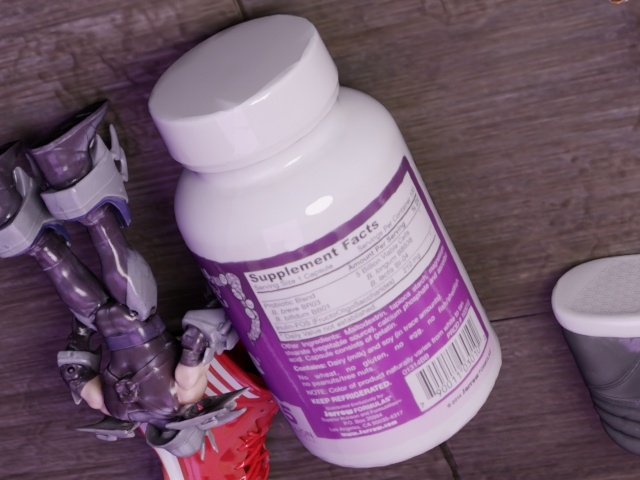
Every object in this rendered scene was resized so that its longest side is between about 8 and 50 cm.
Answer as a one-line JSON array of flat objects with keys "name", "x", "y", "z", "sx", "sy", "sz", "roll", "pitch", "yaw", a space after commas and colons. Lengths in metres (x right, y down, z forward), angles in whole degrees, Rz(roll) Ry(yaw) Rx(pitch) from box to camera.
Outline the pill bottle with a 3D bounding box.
[{"name": "pill bottle", "x": 0.000, "y": 0.000, "z": 1.304, "sx": 0.169, "sy": 0.169, "sz": 0.301, "roll": -13, "pitch": 122, "yaw": 24}]

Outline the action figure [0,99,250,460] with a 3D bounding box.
[{"name": "action figure", "x": -0.148, "y": 0.048, "z": 1.396, "sx": 0.185, "sy": 0.099, "sz": 0.285, "roll": -17, "pitch": 110, "yaw": 29}]

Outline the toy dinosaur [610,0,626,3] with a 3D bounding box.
[{"name": "toy dinosaur", "x": 0.242, "y": -0.191, "z": 1.110, "sx": 0.322, "sy": 0.164, "sz": 0.218, "roll": 6, "pitch": 115, "yaw": 38}]

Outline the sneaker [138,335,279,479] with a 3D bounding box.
[{"name": "sneaker", "x": -0.061, "y": 0.167, "z": 1.505, "sx": 0.128, "sy": 0.087, "sz": 0.221, "roll": -17, "pitch": 120, "yaw": 27}]

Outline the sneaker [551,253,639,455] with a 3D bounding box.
[{"name": "sneaker", "x": 0.321, "y": 0.088, "z": 1.334, "sx": 0.295, "sy": 0.104, "sz": 0.147, "roll": 1, "pitch": 129, "yaw": 22}]
